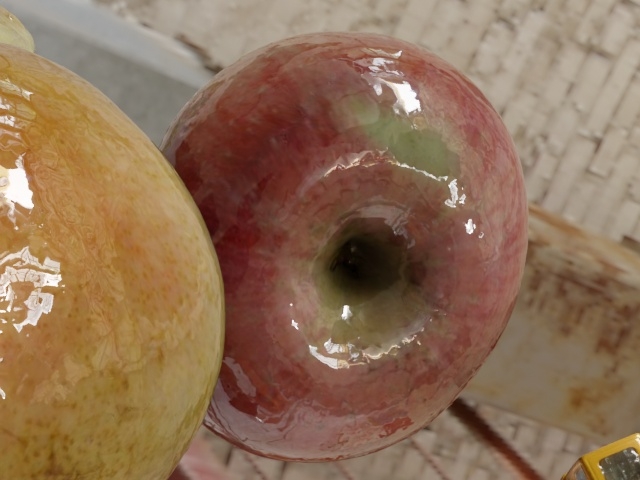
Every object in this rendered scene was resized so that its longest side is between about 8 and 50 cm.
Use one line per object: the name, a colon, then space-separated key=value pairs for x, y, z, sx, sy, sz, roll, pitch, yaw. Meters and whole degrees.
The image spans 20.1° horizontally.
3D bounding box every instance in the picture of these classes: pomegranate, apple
pomegranate: x=-0.198 y=0.053 z=0.928 sx=0.319 sy=0.319 sz=0.319 roll=-28 pitch=-128 yaw=43
apple: x=0.000 y=0.000 z=1.439 sx=0.345 sy=0.345 sz=0.269 roll=-68 pitch=-159 yaw=2

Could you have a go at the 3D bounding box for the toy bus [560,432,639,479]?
toy bus: x=0.242 y=0.227 z=1.317 sx=0.074 sy=0.069 sz=0.162 roll=99 pitch=-32 yaw=-64

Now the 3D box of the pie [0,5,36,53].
pie: x=-0.310 y=-0.183 z=1.395 sx=0.218 sy=0.185 sz=0.052 roll=30 pitch=-84 yaw=27
